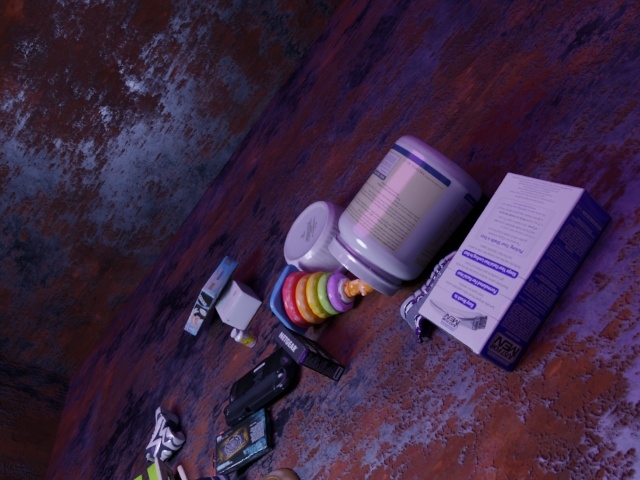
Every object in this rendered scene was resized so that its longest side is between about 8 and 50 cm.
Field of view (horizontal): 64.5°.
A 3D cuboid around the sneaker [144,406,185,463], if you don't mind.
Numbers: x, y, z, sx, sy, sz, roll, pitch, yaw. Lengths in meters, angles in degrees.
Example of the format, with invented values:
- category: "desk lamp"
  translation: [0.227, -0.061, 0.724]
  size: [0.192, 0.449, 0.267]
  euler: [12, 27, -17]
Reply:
- category: "sneaker"
  translation: [-0.579, 0.712, 1.823]
  size: [0.153, 0.094, 0.235]
  euler: [-52, 37, -7]

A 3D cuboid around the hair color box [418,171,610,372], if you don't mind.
- category: "hair color box"
  translation: [0.356, 0.051, 0.959]
  size: [0.338, 0.110, 0.185]
  euler: [-56, 29, 1]

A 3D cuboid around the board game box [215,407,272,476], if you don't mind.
- category: "board game box"
  translation: [-0.216, 0.564, 1.412]
  size: [0.186, 0.026, 0.126]
  euler: [-34, 34, 14]

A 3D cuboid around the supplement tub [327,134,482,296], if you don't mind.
- category: "supplement tub"
  translation: [0.191, -0.055, 1.195]
  size: [0.324, 0.235, 0.235]
  euler: [-53, 28, 9]

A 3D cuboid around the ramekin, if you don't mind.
- category: "ramekin"
  translation: [0.000, 0.000, 1.568]
  size: [0.273, 0.127, 0.272]
  euler: [-40, 32, 32]

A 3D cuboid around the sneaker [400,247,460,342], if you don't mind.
- category: "sneaker"
  translation: [0.268, 0.119, 1.083]
  size: [0.223, 0.083, 0.098]
  euler: [-55, 38, 28]

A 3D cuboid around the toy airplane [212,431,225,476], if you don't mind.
- category: "toy airplane"
  translation: [-0.273, 0.629, 1.480]
  size: [0.151, 0.028, 0.151]
  euler: [-34, 42, 37]

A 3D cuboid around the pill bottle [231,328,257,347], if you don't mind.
- category: "pill bottle"
  translation: [-0.258, 0.325, 1.704]
  size: [0.043, 0.083, 0.043]
  euler: [-40, 32, 32]

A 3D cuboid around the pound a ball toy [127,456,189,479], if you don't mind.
- category: "pound a ball toy"
  translation: [-0.456, 0.794, 1.540]
  size: [0.208, 0.135, 0.319]
  euler: [-37, 24, -15]

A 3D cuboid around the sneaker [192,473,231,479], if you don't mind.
- category: "sneaker"
  translation: [-0.274, 0.751, 1.308]
  size: [0.099, 0.153, 0.282]
  euler: [-15, 80, 50]

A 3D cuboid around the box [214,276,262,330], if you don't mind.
- category: "box"
  translation: [-0.306, 0.232, 1.868]
  size: [0.130, 0.091, 0.170]
  euler: [-57, 27, 1]

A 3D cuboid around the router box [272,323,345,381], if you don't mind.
- category: "router box"
  translation: [-0.034, 0.290, 1.322]
  size: [0.046, 0.133, 0.179]
  euler: [-59, 27, -3]

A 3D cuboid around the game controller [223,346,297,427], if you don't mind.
- category: "game controller"
  translation: [-0.177, 0.429, 1.511]
  size: [0.319, 0.067, 0.166]
  euler: [-41, 18, 29]

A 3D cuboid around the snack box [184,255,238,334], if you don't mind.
- category: "snack box"
  translation: [-0.427, 0.218, 1.969]
  size: [0.322, 0.060, 0.187]
  euler: [-55, 4, 46]

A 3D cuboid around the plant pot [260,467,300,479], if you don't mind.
- category: "plant pot"
  translation: [-0.123, 0.660, 1.202]
  size: [0.236, 0.032, 0.236]
  euler: [-38, 33, 31]

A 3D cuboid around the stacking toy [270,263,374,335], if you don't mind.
- category: "stacking toy"
  translation: [0.030, 0.142, 1.379]
  size: [0.302, 0.165, 0.175]
  euler: [-18, 35, 36]
